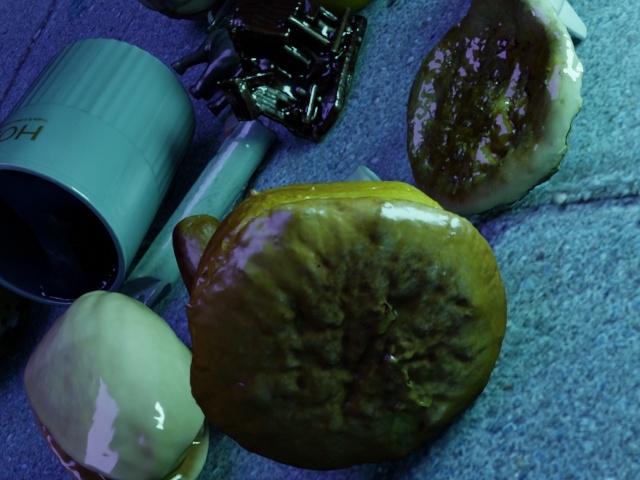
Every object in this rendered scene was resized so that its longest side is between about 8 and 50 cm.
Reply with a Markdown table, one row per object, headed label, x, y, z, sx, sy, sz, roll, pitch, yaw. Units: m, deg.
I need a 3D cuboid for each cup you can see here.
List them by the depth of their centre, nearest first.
| label | x | y | z | sx | sy | sz | roll | pitch | yaw |
| --- | --- | --- | --- | --- | --- | --- | --- | --- | --- |
| cup | -0.349 | -0.085 | 1.859 | 0.331 | 0.256 | 0.311 | -57 | 7 | 47 |

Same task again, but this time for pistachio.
| label | x | y | z | sx | sy | sz | roll | pitch | yaw |
| --- | --- | --- | --- | --- | --- | --- | --- | --- | --- |
| pistachio | -0.232 | 0.188 | 1.517 | 0.318 | 0.213 | 0.193 | -117 | 26 | -54 |

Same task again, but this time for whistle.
| label | x | y | z | sx | sy | sz | roll | pitch | yaw |
| --- | --- | --- | --- | --- | --- | --- | --- | --- | --- |
| whistle | -0.168 | -0.034 | 1.777 | 0.312 | 0.062 | 0.062 | -55 | 33 | -3 |

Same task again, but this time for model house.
| label | x | y | z | sx | sy | sz | roll | pitch | yaw |
| --- | --- | --- | --- | --- | --- | --- | --- | --- | --- |
| model house | -0.048 | -0.241 | 1.733 | 0.141 | 0.164 | 0.203 | -25 | 43 | 43 |

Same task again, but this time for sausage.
| label | x | y | z | sx | sy | sz | roll | pitch | yaw |
| --- | --- | --- | --- | --- | --- | --- | --- | --- | --- |
| sausage | -0.113 | 0.078 | 1.571 | 0.076 | 0.103 | 0.302 | -17 | 37 | -9 |

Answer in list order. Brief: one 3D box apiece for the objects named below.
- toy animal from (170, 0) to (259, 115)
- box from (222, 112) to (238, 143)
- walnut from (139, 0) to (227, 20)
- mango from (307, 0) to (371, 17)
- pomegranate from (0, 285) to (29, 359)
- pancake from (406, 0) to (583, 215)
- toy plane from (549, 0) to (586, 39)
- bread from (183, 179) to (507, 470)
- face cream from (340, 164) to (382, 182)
| label | x | y | z | sx | sy | sz | roll | pitch | yaw |
| --- | --- | --- | --- | --- | --- | --- | --- | --- | --- |
| toy animal | -0.156 | -0.283 | 1.979 | 0.137 | 0.082 | 0.269 | -41 | 31 | 12 |
| box | -0.121 | -0.156 | 1.877 | 0.046 | 0.012 | 0.083 | -29 | 40 | 31 |
| walnut | -0.215 | -0.466 | 2.107 | 0.224 | 0.224 | 0.224 | -31 | 39 | 29 |
| mango | 0.083 | -0.482 | 1.776 | 0.384 | 0.199 | 0.221 | -59 | 37 | 14 |
| pomegranate | -0.568 | 0.110 | 1.983 | 0.254 | 0.254 | 0.271 | -10 | 94 | 46 |
| pancake | 0.181 | -0.150 | 1.414 | 0.282 | 0.049 | 0.282 | -32 | 51 | 52 |
| toy plane | 0.255 | -0.331 | 1.496 | 0.245 | 0.117 | 0.245 | -54 | 22 | 33 |
| bread | 0.022 | 0.076 | 1.248 | 0.312 | 0.312 | 0.172 | -45 | 24 | 12 |
| face cream | 0.000 | 0.000 | 1.546 | 0.198 | 0.057 | 0.084 | -45 | 32 | 14 |
